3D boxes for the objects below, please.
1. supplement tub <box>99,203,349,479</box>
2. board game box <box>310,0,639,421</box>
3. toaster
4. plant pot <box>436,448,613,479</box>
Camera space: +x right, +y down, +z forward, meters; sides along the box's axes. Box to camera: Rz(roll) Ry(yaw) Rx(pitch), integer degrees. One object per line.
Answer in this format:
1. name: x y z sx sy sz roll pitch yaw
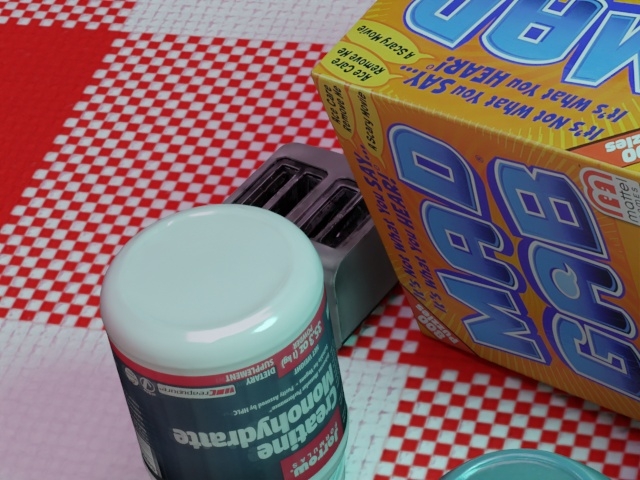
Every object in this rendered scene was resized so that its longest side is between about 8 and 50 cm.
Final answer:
1. supplement tub: -0.077 0.122 1.653 0.191 0.272 0.191 -6 42 5
2. board game box: 0.279 -0.097 1.703 0.356 0.356 0.356 20 59 38
3. toaster: 0.000 0.000 1.899 0.168 0.110 0.186 22 50 30
4. plant pot: 0.162 0.279 1.488 0.290 0.195 0.290 -5 42 5
